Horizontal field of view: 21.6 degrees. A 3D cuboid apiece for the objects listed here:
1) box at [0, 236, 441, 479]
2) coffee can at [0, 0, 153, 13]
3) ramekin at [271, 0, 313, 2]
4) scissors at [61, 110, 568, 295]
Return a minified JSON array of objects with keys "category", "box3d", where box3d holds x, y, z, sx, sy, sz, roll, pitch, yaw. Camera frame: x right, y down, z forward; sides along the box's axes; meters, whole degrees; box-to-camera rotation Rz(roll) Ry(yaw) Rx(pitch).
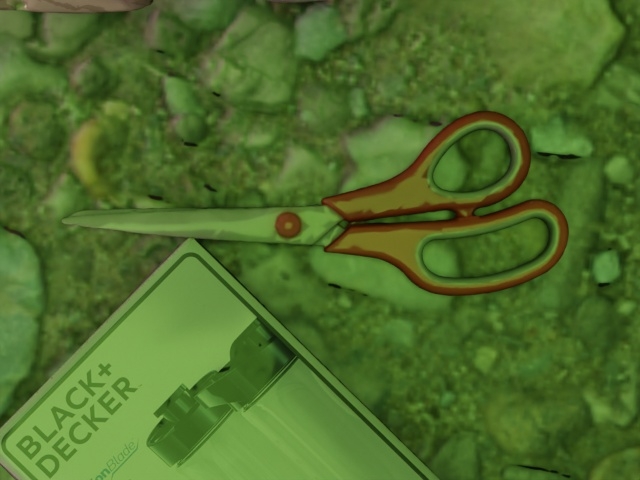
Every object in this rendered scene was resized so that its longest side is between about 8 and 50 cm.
[{"category":"box","box3d":[-0.034,0.159,0.963,0.290,0.087,0.169,45,79,-1]},{"category":"coffee can","box3d":[-0.178,-0.276,0.915,0.201,0.201,0.275,4,90,-2]},{"category":"ramekin","box3d":[0.018,-0.263,0.886,0.127,0.273,0.273,5,89,42]},{"category":"scissors","box3d":[0.000,0.000,1.010,0.297,0.021,0.109,-13,92,-4]}]
